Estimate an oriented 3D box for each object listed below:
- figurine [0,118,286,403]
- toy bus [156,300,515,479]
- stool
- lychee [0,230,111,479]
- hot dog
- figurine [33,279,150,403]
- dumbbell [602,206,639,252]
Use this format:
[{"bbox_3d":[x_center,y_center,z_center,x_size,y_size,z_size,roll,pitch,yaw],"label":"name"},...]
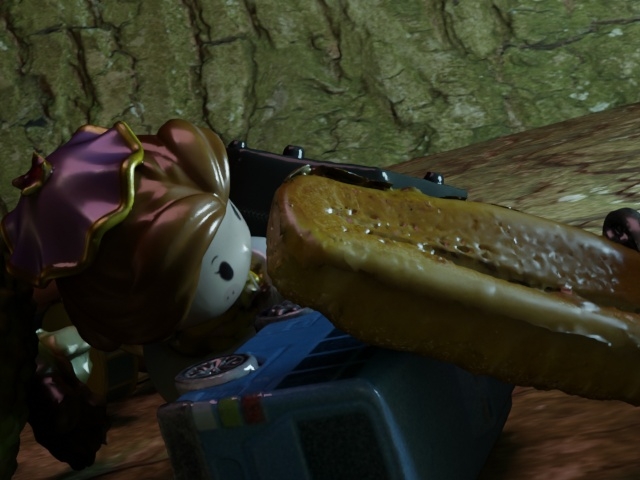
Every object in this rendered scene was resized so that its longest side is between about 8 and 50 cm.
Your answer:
[{"bbox_3d":[-0.088,0.025,0.830,0.189,0.263,0.142,-16,50,22],"label":"figurine"},{"bbox_3d":[0.023,0.089,0.681,0.134,0.116,0.234,-13,10,22],"label":"toy bus"},{"bbox_3d":[0.000,0.000,1.055,0.232,0.141,0.232,11,1,0],"label":"stool"},{"bbox_3d":[-0.299,0.080,0.840,0.320,0.270,0.270,0,5,-8],"label":"lychee"},{"bbox_3d":[0.109,0.036,0.606,0.289,0.068,0.083,18,42,-14],"label":"hot dog"},{"bbox_3d":[-0.145,0.061,1.166,0.275,0.161,0.158,-24,34,-39],"label":"figurine"},{"bbox_3d":[0.280,-0.002,0.947,0.254,0.081,0.081,-17,7,-8],"label":"dumbbell"}]
